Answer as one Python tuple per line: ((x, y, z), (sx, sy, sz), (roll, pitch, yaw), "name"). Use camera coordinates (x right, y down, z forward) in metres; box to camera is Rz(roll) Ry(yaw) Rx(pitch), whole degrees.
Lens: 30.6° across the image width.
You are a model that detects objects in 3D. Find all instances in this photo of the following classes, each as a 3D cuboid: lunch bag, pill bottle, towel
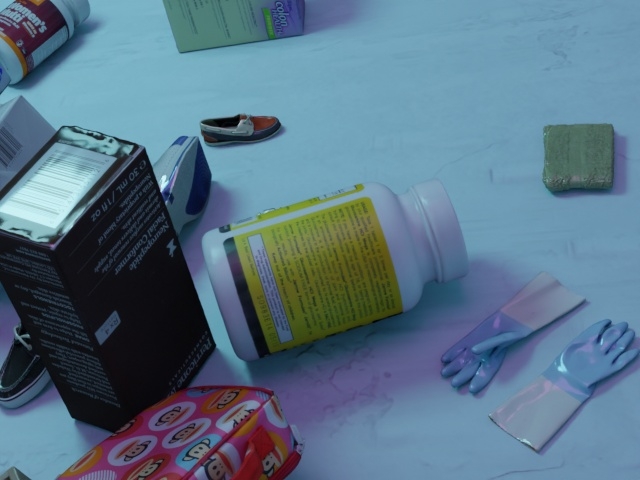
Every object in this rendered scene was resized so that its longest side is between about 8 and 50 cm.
((-0.164, 0.279, 1.350), (0.258, 0.120, 0.293), (-11, 21, 46), "lunch bag")
((0.021, 0.031, 1.593), (0.334, 0.188, 0.188), (-17, 43, -2), "pill bottle")
((0.391, -0.128, 1.773), (0.110, 0.027, 0.148), (-2, 44, 12), "towel")
((-0.552, -0.408, 2.248), (0.121, 0.121, 0.221), (19, 53, 31), "pill bottle")

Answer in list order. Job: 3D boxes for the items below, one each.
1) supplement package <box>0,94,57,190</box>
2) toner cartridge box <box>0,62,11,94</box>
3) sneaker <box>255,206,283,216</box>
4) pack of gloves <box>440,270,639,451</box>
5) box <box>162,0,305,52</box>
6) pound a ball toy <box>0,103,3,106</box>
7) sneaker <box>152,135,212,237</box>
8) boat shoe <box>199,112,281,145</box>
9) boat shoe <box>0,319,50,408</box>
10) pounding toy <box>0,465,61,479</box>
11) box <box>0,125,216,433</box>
((-0.516, -0.059, 1.760), (0.293, 0.175, 0.177), (-20, 34, 37), "supplement package")
((-0.658, -0.186, 1.792), (0.348, 0.075, 0.165), (-15, 32, 22), "toner cartridge box")
((0.000, 0.000, 1.719), (0.208, 0.081, 0.094), (-9, 50, 15), "sneaker")
((0.282, 0.138, 1.515), (0.232, 0.046, 0.195), (-37, 47, -22), "pack of gloves")
((-0.167, -0.479, 2.149), (0.243, 0.213, 0.117), (-7, 44, 9), "box")
((-0.665, -0.115, 1.984), (0.319, 0.208, 0.135), (-29, 90, -5), "pound a ball toy")
((-0.300, -0.041, 1.798), (0.182, 0.127, 0.315), (7, 49, 19), "sneaker")
((-0.135, -0.192, 1.970), (0.137, 0.043, 0.049), (-8, 42, 6), "boat shoe")
((-0.400, 0.131, 1.651), (0.078, 0.070, 0.219), (23, 75, 30), "boat shoe")
((-0.377, 0.354, 1.449), (0.130, 0.100, 0.141), (-37, 43, -3), "pounding toy")
((-0.276, 0.065, 1.497), (0.143, 0.381, 0.191), (16, 52, 25), "box")
